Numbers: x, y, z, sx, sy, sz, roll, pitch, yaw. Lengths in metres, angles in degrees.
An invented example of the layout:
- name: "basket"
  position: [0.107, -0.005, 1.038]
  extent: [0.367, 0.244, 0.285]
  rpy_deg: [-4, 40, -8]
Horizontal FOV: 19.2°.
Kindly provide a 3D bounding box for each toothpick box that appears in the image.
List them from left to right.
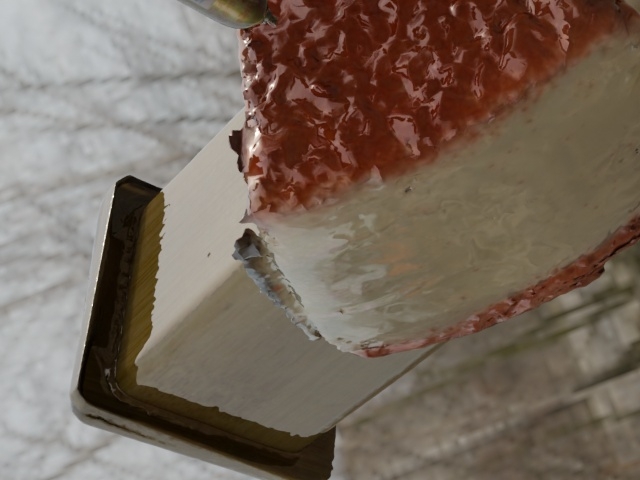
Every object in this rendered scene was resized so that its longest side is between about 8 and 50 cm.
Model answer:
- name: "toothpick box"
  position: [0.000, 0.000, 1.175]
  extent: [0.190, 0.308, 0.187]
  rpy_deg: [23, -128, -22]

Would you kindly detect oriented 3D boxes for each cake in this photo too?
- name: "cake"
  position: [0.048, -0.107, 0.726]
  extent: [0.158, 0.159, 0.262]
  rpy_deg: [50, -149, -64]

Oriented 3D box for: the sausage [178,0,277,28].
- name: "sausage"
  position: [-0.050, -0.071, 0.413]
  extent: [0.100, 0.015, 0.015]
  rpy_deg: [27, -155, -26]
